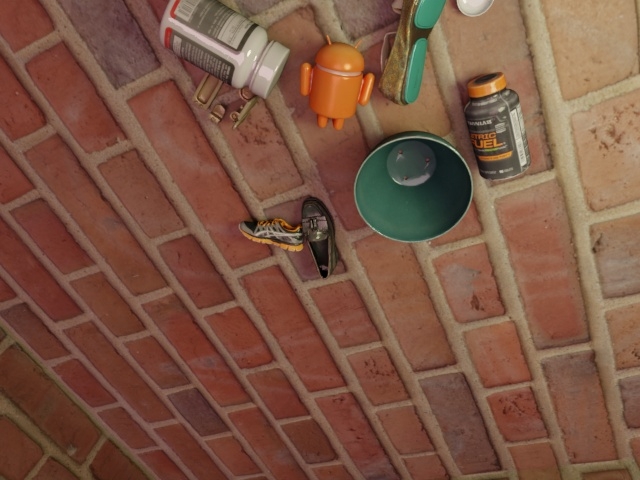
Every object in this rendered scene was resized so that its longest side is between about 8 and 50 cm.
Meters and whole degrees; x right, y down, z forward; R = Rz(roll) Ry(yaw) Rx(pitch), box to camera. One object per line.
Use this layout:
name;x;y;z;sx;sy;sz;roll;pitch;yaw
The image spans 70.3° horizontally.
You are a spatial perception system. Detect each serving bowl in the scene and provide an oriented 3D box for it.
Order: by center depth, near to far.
serving bowl;0.353;-0.559;1.036;0.083;0.027;0.084;5;123;8

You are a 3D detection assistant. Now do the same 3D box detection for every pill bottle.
pill bottle;-0.230;-0.479;1.118;0.283;0.161;0.161;28;123;-8
pill bottle;0.437;-0.286;1.133;0.130;0.131;0.246;-15;117;19

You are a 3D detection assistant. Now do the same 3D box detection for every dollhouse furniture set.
dollhouse furniture set;-0.266;-0.374;1.213;0.151;0.123;0.144;35;121;-12

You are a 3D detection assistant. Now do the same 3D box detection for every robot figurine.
robot figurine;0.041;-0.394;1.142;0.158;0.128;0.220;29;128;25

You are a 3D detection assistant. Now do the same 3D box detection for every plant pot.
plant pot;0.242;-0.169;1.204;0.289;0.196;0.291;5;123;8

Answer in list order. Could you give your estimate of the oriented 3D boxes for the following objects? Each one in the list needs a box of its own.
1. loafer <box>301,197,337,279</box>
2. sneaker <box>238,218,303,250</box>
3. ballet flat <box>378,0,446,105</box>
loafer;0.000;0.000;1.423;0.096;0.084;0.268;-7;120;15
sneaker;-0.152;-0.033;1.442;0.214;0.084;0.083;14;110;-2
ballet flat;0.209;-0.498;1.062;0.123;0.123;0.349;13;122;2
